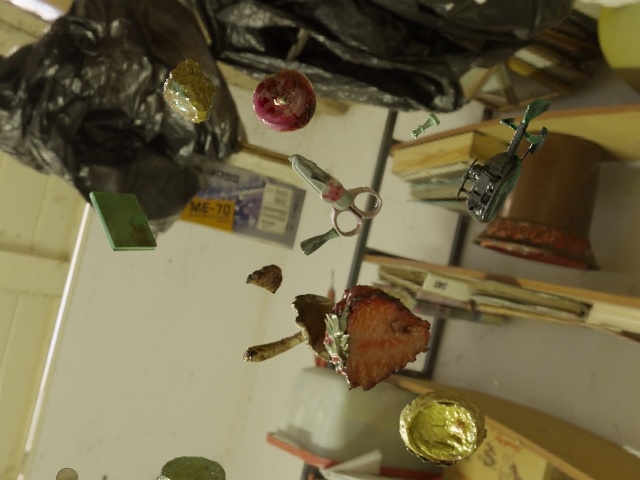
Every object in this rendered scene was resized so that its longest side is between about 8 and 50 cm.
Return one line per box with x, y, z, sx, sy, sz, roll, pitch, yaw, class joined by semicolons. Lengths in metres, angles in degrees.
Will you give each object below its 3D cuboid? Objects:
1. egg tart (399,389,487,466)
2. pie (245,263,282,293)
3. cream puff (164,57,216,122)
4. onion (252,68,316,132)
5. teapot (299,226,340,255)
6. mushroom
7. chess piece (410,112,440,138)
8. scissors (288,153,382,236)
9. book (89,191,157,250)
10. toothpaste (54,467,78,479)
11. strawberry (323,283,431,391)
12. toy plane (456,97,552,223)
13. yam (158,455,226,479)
0.378;0.569;2.087;0.278;0.279;0.095;13;-155;5;egg tart
-0.158;0.112;2.010;0.034;0.092;0.170;40;-171;31;pie
-0.327;-0.386;1.728;0.146;0.116;0.146;27;156;13;cream puff
-0.082;-0.313;1.536;0.149;0.150;0.140;13;-160;-7;onion
0.000;0.000;1.852;0.110;0.043;0.043;-27;164;14;teapot
-0.061;0.266;2.051;0.301;0.208;0.233;-2;175;28;mushroom
0.306;-0.336;1.998;0.042;0.093;0.042;55;-178;-3;chess piece
0.022;-0.100;1.382;0.242;0.118;0.030;36;-167;-35;scissors
-0.380;-0.038;1.313;0.103;0.135;0.017;0;143;-49;book
-0.553;0.549;1.435;0.071;0.194;0.045;9;-137;-27;toothpaste
0.128;0.220;1.742;0.280;0.254;0.150;-25;-160;-26;strawberry
0.451;-0.178;1.663;0.155;0.382;0.106;-13;-138;-39;toy plane
-0.394;0.812;2.067;0.202;0.272;0.201;21;-164;29;yam
